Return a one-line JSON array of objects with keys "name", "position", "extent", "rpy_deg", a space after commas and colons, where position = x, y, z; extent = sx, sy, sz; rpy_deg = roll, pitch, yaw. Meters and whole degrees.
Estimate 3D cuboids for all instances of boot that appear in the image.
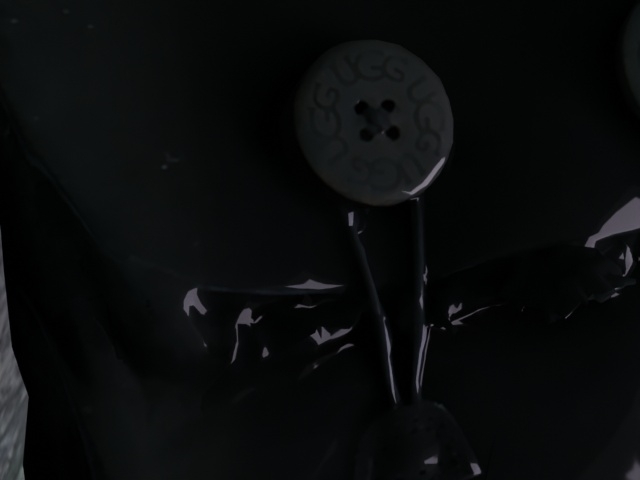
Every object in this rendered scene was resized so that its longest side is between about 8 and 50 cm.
[{"name": "boot", "position": [0.112, -0.103, 0.449], "extent": [0.146, 0.445, 0.367], "rpy_deg": [117, -40, -75]}]
